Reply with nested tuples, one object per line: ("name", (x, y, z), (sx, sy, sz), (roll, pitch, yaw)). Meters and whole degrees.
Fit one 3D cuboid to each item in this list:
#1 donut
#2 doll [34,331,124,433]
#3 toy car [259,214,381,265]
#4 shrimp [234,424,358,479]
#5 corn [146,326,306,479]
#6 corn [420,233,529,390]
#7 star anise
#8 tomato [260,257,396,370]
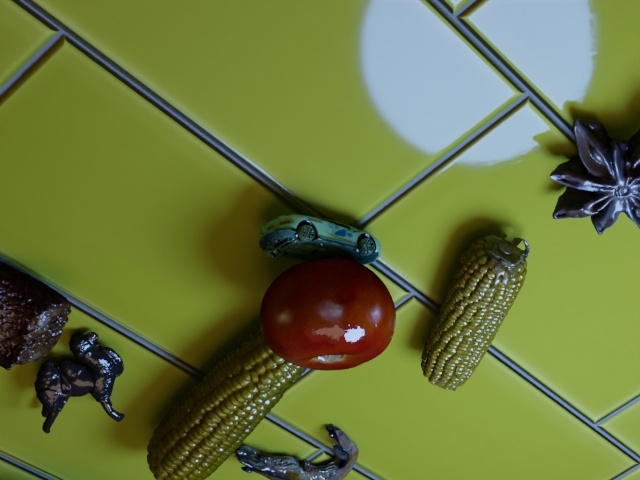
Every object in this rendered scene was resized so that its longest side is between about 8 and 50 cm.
("donut", (-0.449, 0.090, 1.619), (0.187, 0.144, 0.126), (34, 116, 1))
("doll", (-0.358, 0.206, 1.773), (0.139, 0.057, 0.165), (-6, 124, -3))
("toy car", (0.000, 0.000, 1.649), (0.186, 0.058, 0.093), (12, 151, -36))
("shrimp", (-0.032, 0.359, 1.977), (0.219, 0.046, 0.152), (21, 125, -32))
("corn", (-0.143, 0.249, 1.813), (0.120, 0.120, 0.363), (26, 118, -30))
("corn", (0.221, 0.109, 1.774), (0.106, 0.106, 0.293), (7, 133, -17))
("star anise", (0.425, -0.086, 1.638), (0.231, 0.089, 0.209), (17, 138, -17))
("tomato", (0.010, 0.101, 1.642), (0.195, 0.136, 0.195), (-4, 161, -1))
